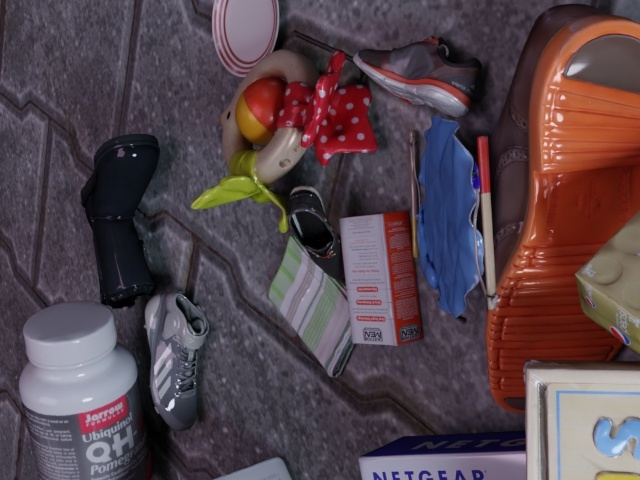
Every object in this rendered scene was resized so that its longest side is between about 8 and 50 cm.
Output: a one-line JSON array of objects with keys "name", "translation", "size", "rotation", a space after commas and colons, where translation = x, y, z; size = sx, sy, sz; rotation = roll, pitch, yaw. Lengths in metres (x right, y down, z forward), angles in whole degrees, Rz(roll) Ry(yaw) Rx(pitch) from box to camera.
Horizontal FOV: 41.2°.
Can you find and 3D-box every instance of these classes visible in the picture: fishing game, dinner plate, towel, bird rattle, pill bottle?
[{"name": "fishing game", "translation": [0.123, -0.021, 0.779], "size": [0.264, 0.041, 0.189], "rotation": [-148, 54, -82]}, {"name": "dinner plate", "translation": [-0.092, -0.277, 1.073], "size": [0.141, 0.017, 0.141], "rotation": [11, 105, 47]}, {"name": "towel", "translation": [-0.009, 0.078, 1.035], "size": [0.152, 0.023, 0.113], "rotation": [47, 128, 34]}, {"name": "bird rattle", "translation": [-0.055, -0.135, 0.981], "size": [0.253, 0.143, 0.207], "rotation": [-54, 41, 36]}, {"name": "pill bottle", "translation": [-0.362, 0.261, 1.312], "size": [0.176, 0.176, 0.319], "rotation": [23, 125, 45]}]

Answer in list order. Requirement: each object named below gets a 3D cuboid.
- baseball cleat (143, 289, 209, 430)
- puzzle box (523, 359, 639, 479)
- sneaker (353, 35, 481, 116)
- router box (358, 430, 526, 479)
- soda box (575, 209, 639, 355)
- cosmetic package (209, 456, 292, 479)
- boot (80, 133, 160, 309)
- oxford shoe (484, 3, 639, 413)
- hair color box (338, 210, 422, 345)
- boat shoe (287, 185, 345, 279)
[{"name": "baseball cleat", "translation": [-0.204, 0.175, 1.239], "size": [0.109, 0.072, 0.206], "rotation": [-15, 89, 42]}, {"name": "puzzle box", "translation": [0.278, 0.286, 0.583], "size": [0.272, 0.052, 0.409], "rotation": [-2, 90, 14]}, {"name": "sneaker", "translation": [0.101, -0.174, 0.856], "size": [0.158, 0.061, 0.065], "rotation": [31, 92, 41]}, {"name": "router box", "translation": [0.211, 0.320, 0.738], "size": [0.335, 0.082, 0.301], "rotation": [-15, 85, 39]}, {"name": "soda box", "translation": [0.264, -0.006, 0.598], "size": [0.061, 0.181, 0.058], "rotation": [41, 169, 37]}, {"name": "cosmetic package", "translation": [-0.066, 0.538, 1.072], "size": [0.230, 0.161, 0.453], "rotation": [-46, 62, 42]}, {"name": "boot", "translation": [-0.285, -0.020, 1.277], "size": [0.246, 0.094, 0.207], "rotation": [-38, 64, 52]}, {"name": "oxford shoe", "translation": [0.203, -0.018, 0.733], "size": [0.133, 0.130, 0.364], "rotation": [-106, 19, -63]}, {"name": "hair color box", "translation": [0.065, 0.041, 0.929], "size": [0.072, 0.043, 0.141], "rotation": [-3, 93, 49]}, {"name": "boat shoe", "translation": [-0.002, 0.000, 0.951], "size": [0.049, 0.042, 0.133], "rotation": [-12, 132, 17]}]
